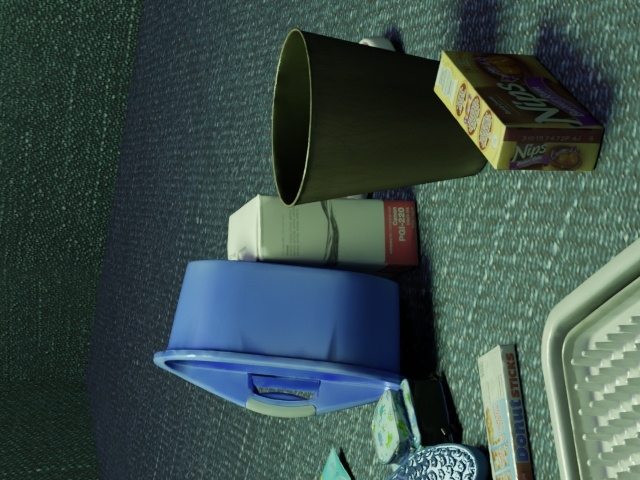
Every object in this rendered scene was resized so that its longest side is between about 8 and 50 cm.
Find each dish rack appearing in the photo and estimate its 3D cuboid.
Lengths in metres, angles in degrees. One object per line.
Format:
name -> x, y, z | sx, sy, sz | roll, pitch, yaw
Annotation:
dish rack -> 0.296, 0.181, 1.329 | 0.285, 0.072, 0.333 | 126, 141, -63

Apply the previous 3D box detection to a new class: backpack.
backpack -> 0.110, 0.237, 1.890 | 0.114, 0.084, 0.105 | 105, 159, -46

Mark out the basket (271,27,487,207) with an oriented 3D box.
basket -> 0.073, -0.137, 1.771 | 0.154, 0.226, 0.204 | -142, 55, -68

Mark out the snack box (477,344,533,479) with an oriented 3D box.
snack box -> 0.205, 0.209, 1.693 | 0.064, 0.022, 0.178 | 134, 134, -64

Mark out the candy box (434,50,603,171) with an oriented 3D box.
candy box -> 0.199, -0.134, 1.569 | 0.187, 0.109, 0.053 | -118, 33, -57

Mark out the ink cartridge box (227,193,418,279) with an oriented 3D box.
ink cartridge box -> 0.000, 0.000, 2.012 | 0.158, 0.217, 0.092 | 150, 119, -69

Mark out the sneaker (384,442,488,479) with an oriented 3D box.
sneaker -> 0.133, 0.305, 1.841 | 0.232, 0.090, 0.081 | -37, 60, 41

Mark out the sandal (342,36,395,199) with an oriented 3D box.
sandal -> 0.010, -0.123, 2.164 | 0.169, 0.102, 0.416 | -107, 26, -43

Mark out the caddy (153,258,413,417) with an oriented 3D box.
caddy -> -0.042, 0.138, 1.975 | 0.241, 0.341, 0.179 | 74, -158, -78

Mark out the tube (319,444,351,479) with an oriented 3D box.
tube -> 0.005, 0.410, 2.291 | 0.080, 0.052, 0.207 | 54, 135, 46
